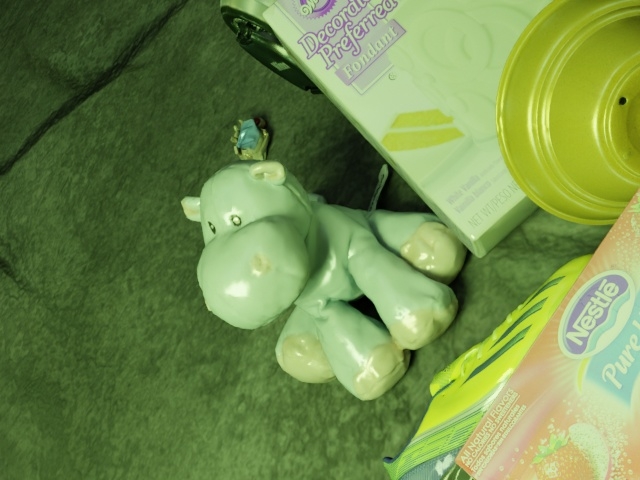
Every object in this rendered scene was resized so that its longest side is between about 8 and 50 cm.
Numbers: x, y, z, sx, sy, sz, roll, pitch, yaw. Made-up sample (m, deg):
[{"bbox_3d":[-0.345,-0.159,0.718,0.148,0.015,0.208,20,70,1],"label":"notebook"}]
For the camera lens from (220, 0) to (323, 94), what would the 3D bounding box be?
[{"bbox_3d":[0.022,-0.334,1.033,0.219,0.219,0.274,32,89,47],"label":"camera lens"}]

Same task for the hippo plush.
[{"bbox_3d":[0.000,0.000,0.850,0.234,0.236,0.294,-17,56,35],"label":"hippo plush"}]

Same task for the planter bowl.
[{"bbox_3d":[0.263,-0.106,0.680,0.217,0.217,0.090,-50,17,7],"label":"planter bowl"}]

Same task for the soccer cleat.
[{"bbox_3d":[0.157,0.123,0.747,0.289,0.093,0.121,-56,40,2],"label":"soccer cleat"}]

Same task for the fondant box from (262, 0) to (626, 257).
[{"bbox_3d":[0.136,-0.184,0.824,0.238,0.096,0.330,-42,70,4],"label":"fondant box"}]

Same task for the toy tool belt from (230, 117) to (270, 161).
[{"bbox_3d":[-0.100,-0.147,1.157,0.052,0.051,0.083,-18,56,34],"label":"toy tool belt"}]

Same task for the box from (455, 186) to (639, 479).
[{"bbox_3d":[0.260,0.095,0.616,0.142,0.154,0.300,35,93,39],"label":"box"}]
